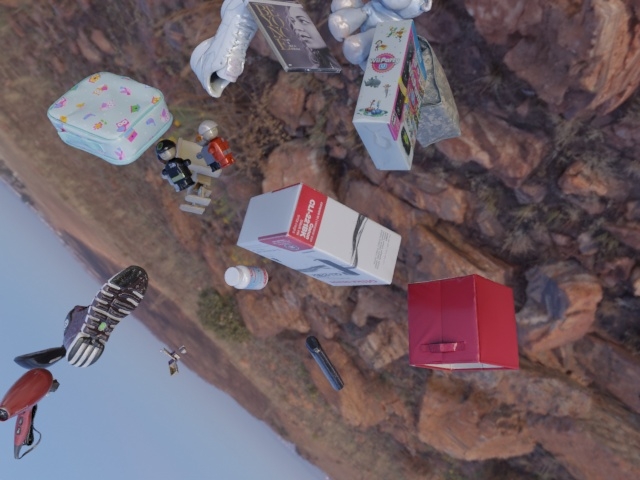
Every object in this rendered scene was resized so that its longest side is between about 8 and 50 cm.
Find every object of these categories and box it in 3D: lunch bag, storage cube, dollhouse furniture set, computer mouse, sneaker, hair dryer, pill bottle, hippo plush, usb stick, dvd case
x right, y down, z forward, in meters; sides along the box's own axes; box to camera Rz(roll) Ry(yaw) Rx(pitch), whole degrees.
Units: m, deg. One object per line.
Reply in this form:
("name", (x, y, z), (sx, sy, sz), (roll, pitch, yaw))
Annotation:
("lunch bag", (0.340, -0.493, 1.725), (0.169, 0.286, 0.235), (-14, 158, 26))
("storage cube", (0.328, 0.198, 1.221), (0.184, 0.193, 0.215), (-15, 157, 42))
("dollhouse furniture set", (-0.563, 0.448, 2.000), (0.081, 0.091, 0.114), (52, 179, -33))
("computer mouse", (-0.882, 0.394, 1.791), (0.262, 0.184, 0.060), (-4, -94, -73))
("sneaker", (-0.210, -0.490, 1.321), (0.305, 0.114, 0.152), (-42, 61, 37))
("sneaker", (-0.566, 0.166, 1.332), (0.163, 0.281, 0.106), (22, 163, 45))
("hair dryer", (-0.749, 0.443, 1.358), (0.080, 0.223, 0.293), (6, 154, -2))
("pill bottle", (-0.270, 0.134, 1.912), (0.087, 0.087, 0.160), (32, -169, 29))
("dollhouse furniture set", (-0.481, -0.252, 1.957), (0.161, 0.212, 0.242), (12, 149, -26))
("hippo plush", (0.192, -0.601, 1.428), (0.294, 0.234, 0.237), (8, 158, -39))
("usb stick", (0.017, 0.419, 1.780), (0.077, 0.045, 0.278), (56, 174, 47))
("dvd case", (-0.063, -0.472, 1.206), (0.018, 0.165, 0.221), (-47, 66, 45))
("lunch bag", (-0.546, -0.316, 1.360), (0.279, 0.224, 0.107), (22, 153, 23))

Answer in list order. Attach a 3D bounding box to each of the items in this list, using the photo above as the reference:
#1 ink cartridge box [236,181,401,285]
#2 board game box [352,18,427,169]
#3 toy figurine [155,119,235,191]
("ink cartridge box", (0.000, 0.000, 1.086), (0.273, 0.114, 0.197), (25, 161, -32))
("board game box", (0.187, -0.365, 1.344), (0.098, 0.303, 0.224), (4, 159, 23))
("toy figurine", (-0.378, -0.251, 1.554), (0.148, 0.213, 0.209), (62, 165, -14))
